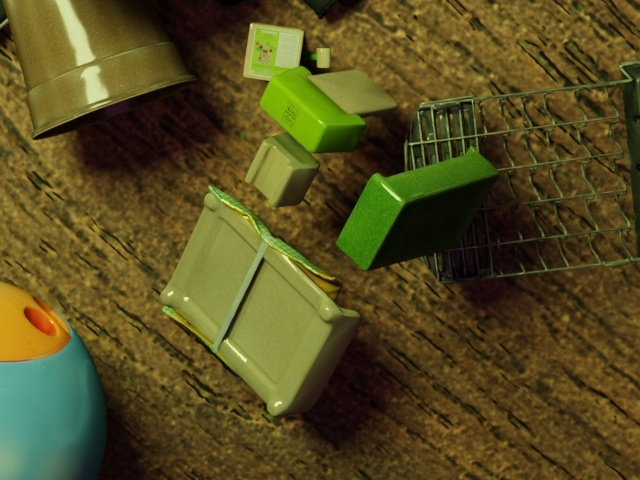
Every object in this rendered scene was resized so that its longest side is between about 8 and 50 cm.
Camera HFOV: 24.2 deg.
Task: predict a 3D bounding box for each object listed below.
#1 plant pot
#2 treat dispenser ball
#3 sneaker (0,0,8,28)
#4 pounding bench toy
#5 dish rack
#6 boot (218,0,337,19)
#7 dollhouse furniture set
[{"bbox_3d":[-0.221,-0.200,1.411,0.167,0.167,0.165,-19,93,2],"label":"plant pot"},{"bbox_3d":[-0.346,0.175,1.406,0.288,0.288,0.288,0,101,-1],"label":"treat dispenser ball"},{"bbox_3d":[-0.380,-0.229,1.385,0.235,0.097,0.084,-7,90,-32],"label":"sneaker"},{"bbox_3d":[-0.031,-0.182,1.460,0.083,0.065,0.052,8,100,-3],"label":"pounding bench toy"},{"bbox_3d":[0.221,-0.061,1.489,0.272,0.074,0.208,-7,99,2],"label":"dish rack"},{"bbox_3d":[-0.030,-0.255,1.459,0.099,0.045,0.121,38,97,-10],"label":"boot"},{"bbox_3d":[0.000,0.000,1.464,0.197,0.151,0.301,44,125,23],"label":"dollhouse furniture set"}]
